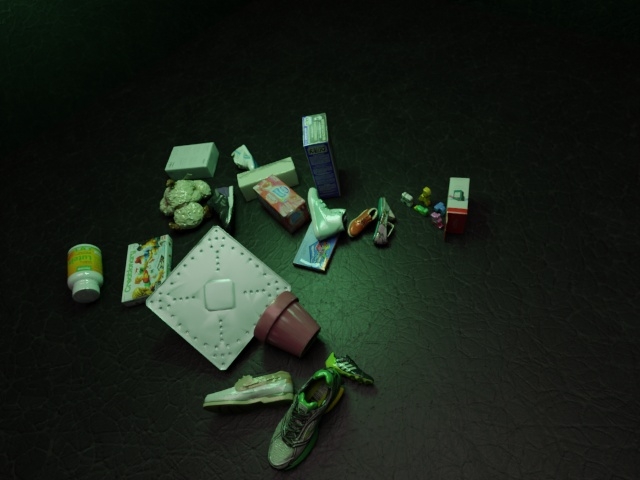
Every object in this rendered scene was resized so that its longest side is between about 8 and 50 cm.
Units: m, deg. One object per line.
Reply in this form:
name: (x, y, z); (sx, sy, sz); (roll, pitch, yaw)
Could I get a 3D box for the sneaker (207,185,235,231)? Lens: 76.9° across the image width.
sneaker: (-0.460, -0.139, 1.861); (0.124, 0.107, 0.283); (-4, 44, -7)

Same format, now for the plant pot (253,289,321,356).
plant pot: (-0.106, 0.309, 1.430); (0.180, 0.201, 0.201); (34, 67, 13)

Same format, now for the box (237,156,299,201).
box: (-0.250, -0.292, 1.929); (0.274, 0.113, 0.094); (-18, 52, -2)

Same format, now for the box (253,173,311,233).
box: (-0.173, -0.167, 1.811); (0.122, 0.128, 0.257); (-38, 55, -15)

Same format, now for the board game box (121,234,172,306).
board game box: (-0.759, 0.128, 1.779); (0.192, 0.053, 0.306); (-16, 53, 2)

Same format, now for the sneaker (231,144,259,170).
sneaker: (-0.381, -0.396, 2.056); (0.092, 0.087, 0.229); (-34, 48, -3)

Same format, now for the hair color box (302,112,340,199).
hair color box: (0.008, -0.362, 1.776); (0.110, 0.339, 0.185); (-8, 54, 6)

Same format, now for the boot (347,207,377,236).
boot: (0.177, -0.079, 1.689); (0.059, 0.084, 0.158); (45, 71, -10)

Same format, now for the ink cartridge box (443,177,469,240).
ink cartridge box: (0.544, -0.122, 1.612); (0.077, 0.134, 0.231); (6, 57, 16)

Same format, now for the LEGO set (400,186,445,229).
LEGO set: (0.445, -0.161, 1.687); (0.087, 0.093, 0.227); (-38, 56, -15)

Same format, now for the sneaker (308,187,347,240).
sneaker: (0.035, -0.128, 1.721); (0.151, 0.094, 0.256); (-16, 62, 9)

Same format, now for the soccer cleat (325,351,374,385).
soccer cleat: (0.102, 0.432, 1.365); (0.178, 0.060, 0.072); (15, 58, 25)

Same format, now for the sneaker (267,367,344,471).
sneaker: (-0.061, 0.545, 1.256); (0.134, 0.146, 0.344); (25, 74, 28)

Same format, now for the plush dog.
plush dog: (-0.630, -0.162, 1.894); (0.262, 0.210, 0.226); (-28, 80, -6)

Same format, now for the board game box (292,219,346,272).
board game box: (0.000, 0.000, 1.715); (0.145, 0.027, 0.281); (11, 58, 22)

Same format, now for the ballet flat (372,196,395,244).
ballet flat: (0.270, -0.077, 1.689); (0.079, 0.077, 0.222); (13, 62, 0)

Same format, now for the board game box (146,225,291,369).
board game box: (-0.376, 0.208, 1.516); (0.390, 0.050, 0.390); (39, 77, 6)

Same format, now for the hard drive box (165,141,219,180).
hard drive box: (-0.672, -0.415, 2.124); (0.232, 0.089, 0.181); (-3, 55, 11)

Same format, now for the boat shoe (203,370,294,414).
boat shoe: (-0.240, 0.513, 1.359); (0.302, 0.113, 0.103); (-5, 52, -4)

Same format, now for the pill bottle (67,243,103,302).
pill bottle: (-1.036, 0.147, 1.776); (0.136, 0.136, 0.246); (-24, 54, -5)
